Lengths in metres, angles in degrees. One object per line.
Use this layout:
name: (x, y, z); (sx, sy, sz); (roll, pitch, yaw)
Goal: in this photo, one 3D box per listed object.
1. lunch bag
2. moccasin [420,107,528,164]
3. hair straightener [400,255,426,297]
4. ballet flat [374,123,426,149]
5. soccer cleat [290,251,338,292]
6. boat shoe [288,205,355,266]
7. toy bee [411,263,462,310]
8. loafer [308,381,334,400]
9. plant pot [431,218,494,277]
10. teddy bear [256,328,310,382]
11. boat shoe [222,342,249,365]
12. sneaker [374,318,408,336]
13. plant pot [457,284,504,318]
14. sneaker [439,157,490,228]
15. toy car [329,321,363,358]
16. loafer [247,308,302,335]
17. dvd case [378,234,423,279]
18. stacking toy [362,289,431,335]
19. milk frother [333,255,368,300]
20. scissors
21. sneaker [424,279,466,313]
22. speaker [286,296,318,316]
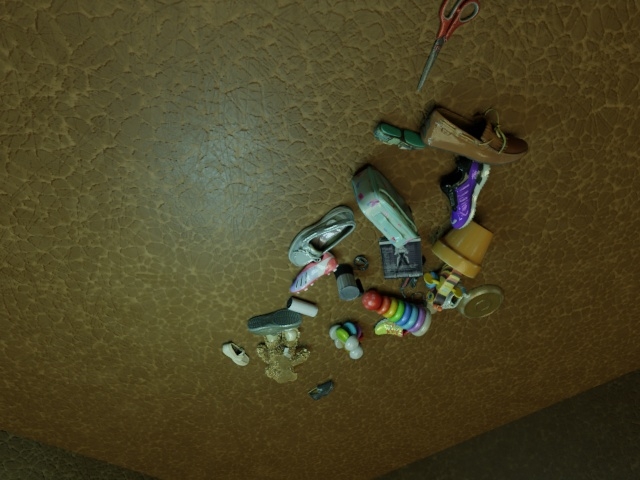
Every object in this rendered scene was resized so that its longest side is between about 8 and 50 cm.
lunch bag: (0.232, -0.111, 1.540); (0.108, 0.224, 0.279); (-36, 127, 20)
moccasin: (0.524, -0.353, 1.455); (0.380, 0.139, 0.147); (15, 136, -11)
hair straightener: (0.416, 0.163, 1.927); (0.089, 0.047, 0.230); (5, 124, -15)
ballet flat: (0.262, -0.339, 1.466); (0.188, 0.070, 0.070); (16, 126, -21)
soccer cleat: (-0.039, 0.129, 1.809); (0.248, 0.083, 0.095); (-33, 99, 24)
boat shoe: (0.003, 0.001, 1.674); (0.320, 0.103, 0.118); (-37, 127, 20)
toy bee: (0.529, 0.224, 1.919); (0.195, 0.162, 0.298); (6, 125, -4)
loafer: (0.004, 0.825, 2.422); (0.061, 0.062, 0.170); (35, 116, -28)
plant pot: (0.579, 0.014, 1.748); (0.205, 0.205, 0.188); (24, 107, -28)
teddy bear: (-0.184, 0.533, 2.117); (0.245, 0.113, 0.338); (-20, 124, -2)
boat shoe: (-0.393, 0.542, 2.099); (0.059, 0.063, 0.170); (-28, 129, 21)
sneaker: (0.363, 0.424, 2.117); (0.208, 0.094, 0.081); (-15, 133, 4)
plant pot: (0.783, 0.306, 2.134); (0.236, 0.032, 0.236); (-5, 130, -6)
sneaker: (0.505, -0.178, 1.626); (0.146, 0.102, 0.293); (3, 126, -7)
toy car: (0.143, 0.460, 2.091); (0.136, 0.159, 0.182); (-43, 133, -19)
loafer: (-0.200, 0.375, 1.981); (0.251, 0.094, 0.087); (-9, 138, 9)
dvd case: (0.336, 0.072, 1.824); (0.164, 0.018, 0.221); (-5, 128, 11)
stacking toy: (0.334, 0.314, 1.996); (0.330, 0.141, 0.141); (25, 123, -15)
milk frother: (0.136, 0.152, 1.810); (0.129, 0.135, 0.143); (8, 128, -18)
scissors: (0.343, -0.588, 1.286); (0.109, 0.021, 0.297); (19, 126, -28)
sneaker: (0.570, 0.276, 2.028); (0.087, 0.092, 0.229); (25, 123, -30)
speaker: (-0.082, 0.295, 1.947); (0.136, 0.055, 0.055); (22, 123, -26)
